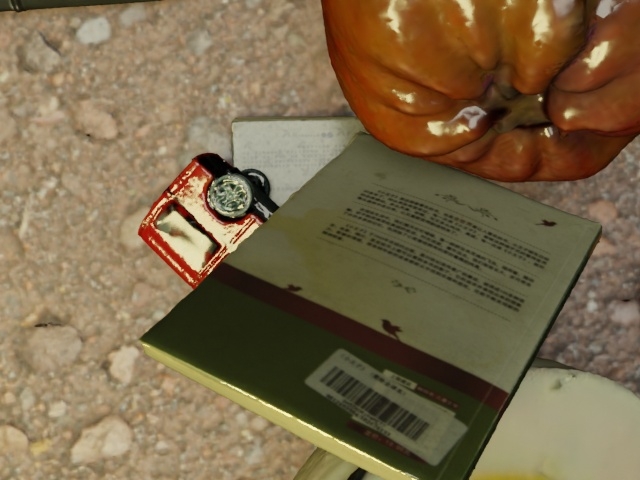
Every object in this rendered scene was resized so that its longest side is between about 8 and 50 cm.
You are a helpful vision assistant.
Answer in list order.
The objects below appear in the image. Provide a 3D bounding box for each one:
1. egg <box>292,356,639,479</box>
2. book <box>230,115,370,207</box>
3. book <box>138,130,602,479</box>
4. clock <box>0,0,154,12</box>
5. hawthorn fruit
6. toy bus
[{"bbox_3d":[0.094,0.218,0.702,0.337,0.201,0.337,-5,102,-26],"label":"egg"},{"bbox_3d":[0.000,0.000,0.789,0.138,0.016,0.199,-1,91,-1],"label":"book"},{"bbox_3d":[0.048,0.027,0.635,0.201,0.289,0.026,23,129,20],"label":"book"},{"bbox_3d":[-0.236,-0.263,0.668,0.273,0.279,0.049,-4,61,-2],"label":"clock"},{"bbox_3d":[0.134,-0.196,0.679,0.277,0.277,0.298,10,58,-1],"label":"hawthorn fruit"},{"bbox_3d":[-0.037,0.024,0.743,0.195,0.081,0.089,43,101,0],"label":"toy bus"}]
